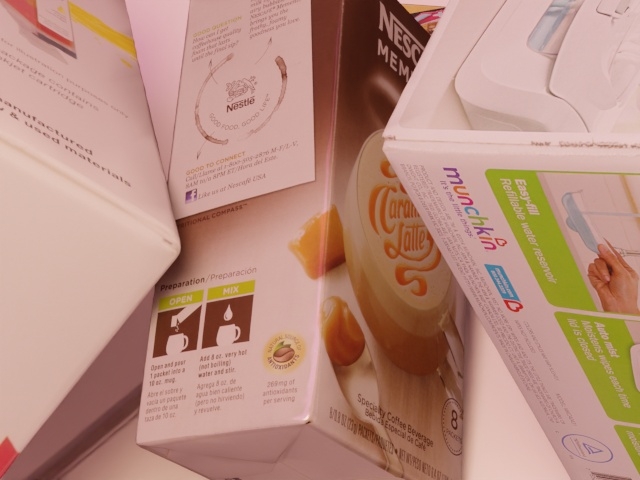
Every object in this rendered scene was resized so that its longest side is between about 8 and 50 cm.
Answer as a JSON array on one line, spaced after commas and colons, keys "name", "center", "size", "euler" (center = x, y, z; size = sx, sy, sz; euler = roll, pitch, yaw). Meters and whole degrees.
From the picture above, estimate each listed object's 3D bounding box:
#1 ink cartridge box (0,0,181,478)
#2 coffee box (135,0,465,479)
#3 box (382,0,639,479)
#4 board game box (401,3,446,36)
[{"name": "ink cartridge box", "center": [-0.236, -0.024, 0.824], "size": [0.279, 0.160, 0.385], "euler": [-52, 26, 16]}, {"name": "coffee box", "center": [0.000, 0.000, 0.744], "size": [0.098, 0.141, 0.246], "euler": [-12, 61, 30]}, {"name": "box", "center": [0.187, 0.009, 0.577], "size": [0.231, 0.262, 0.127], "euler": [2, 53, 34]}, {"name": "board game box", "center": [0.057, -0.068, 0.888], "size": [0.243, 0.042, 0.165], "euler": [12, 59, 38]}]
